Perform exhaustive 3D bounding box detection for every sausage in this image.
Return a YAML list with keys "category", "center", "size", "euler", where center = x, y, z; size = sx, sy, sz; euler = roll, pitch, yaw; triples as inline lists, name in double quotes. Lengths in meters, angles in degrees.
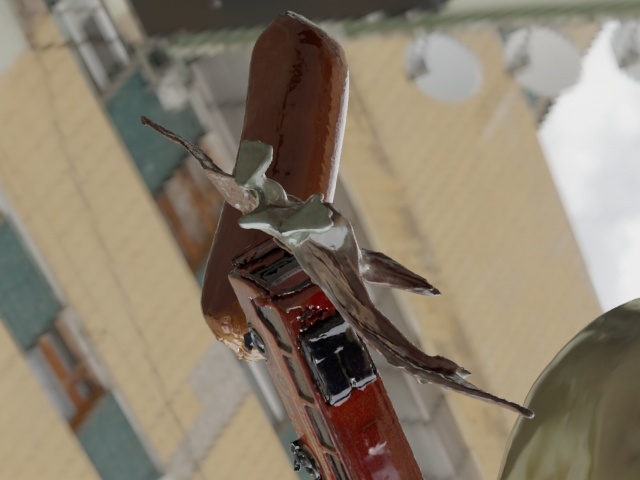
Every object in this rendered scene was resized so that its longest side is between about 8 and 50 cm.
- category: "sausage"
  center: [-0.029, -0.047, 1.547]
  size: [0.083, 0.089, 0.300]
  euler: [-14, -120, 55]

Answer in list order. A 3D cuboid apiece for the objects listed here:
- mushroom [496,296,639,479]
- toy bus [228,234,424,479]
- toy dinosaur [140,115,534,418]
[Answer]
- category: "mushroom"
  center: [0.276, 0.183, 1.118]
  size: [0.336, 0.314, 0.314]
  euler: [13, -148, -10]
- category: "toy bus"
  center: [0.010, 0.108, 1.351]
  size: [0.073, 0.235, 0.096]
  euler: [-30, -156, -20]
- category: "toy dinosaur"
  center: [-0.001, 0.001, 0.701]
  size: [0.032, 0.108, 0.220]
  euler: [-50, -123, 1]
